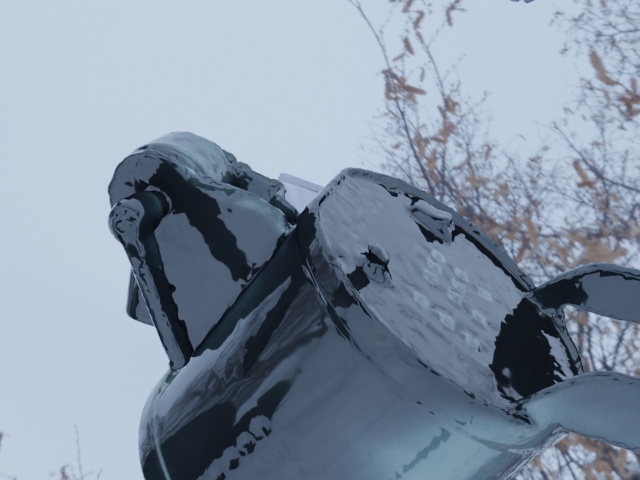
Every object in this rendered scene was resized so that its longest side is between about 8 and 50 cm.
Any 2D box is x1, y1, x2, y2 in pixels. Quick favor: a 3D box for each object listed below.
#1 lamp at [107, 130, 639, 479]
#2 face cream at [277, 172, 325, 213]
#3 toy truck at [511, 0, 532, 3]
[{"bbox_3d":[0.027,0.106,0.530,0.374,0.205,0.272,22,-64,8],"label":"lamp"},{"bbox_3d":[0.000,0.000,1.026,0.154,0.274,0.096,18,-60,-2],"label":"face cream"},{"bbox_3d":[0.122,-0.159,0.445,0.039,0.044,0.083,52,-124,-12],"label":"toy truck"}]
